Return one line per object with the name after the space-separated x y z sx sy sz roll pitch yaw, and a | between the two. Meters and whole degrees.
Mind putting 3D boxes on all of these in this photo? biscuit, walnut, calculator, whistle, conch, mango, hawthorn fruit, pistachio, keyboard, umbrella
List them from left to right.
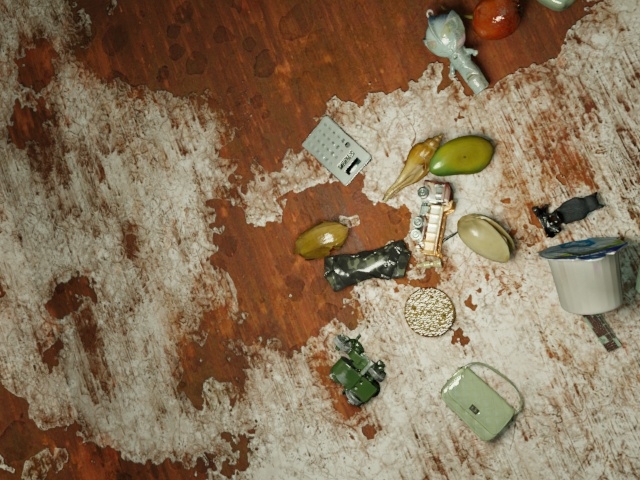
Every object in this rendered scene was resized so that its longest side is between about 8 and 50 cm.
0.000 0.000 1.812 0.245 0.137 0.137 -18 85 20 | walnut
0.064 -0.350 1.848 0.261 0.021 0.161 44 102 12 | calculator
0.346 -0.262 1.739 0.109 0.093 0.330 47 121 19 | conch
0.407 0.267 1.748 0.187 0.027 0.188 0 89 16 | biscuit
0.463 -0.006 1.734 0.148 0.022 0.022 -37 123 13 | umbrella
0.483 -0.679 1.674 0.142 0.133 0.346 -36 92 25 | whistle
0.497 -0.300 1.656 0.237 0.091 0.137 -6 98 -11 | mango
0.555 -0.789 1.645 0.285 0.165 0.166 11 93 26 | hawthorn fruit
0.576 -0.010 1.646 0.215 0.144 0.144 42 101 6 | pistachio
0.950 0.296 1.593 0.055 0.017 0.166 -34 81 14 | keyboard

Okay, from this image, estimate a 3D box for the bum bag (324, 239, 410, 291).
0.176 0.100 1.782 0.340 0.095 0.144 -13 80 10 | bum bag

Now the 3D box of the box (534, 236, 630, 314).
0.862 0.120 1.496 0.262 0.291 0.207 -14 97 13 | box

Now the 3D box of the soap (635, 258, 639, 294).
1.128 0.058 1.495 0.172 0.095 0.290 8 94 19 | soap

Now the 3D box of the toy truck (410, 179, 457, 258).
0.408 -0.078 1.693 0.135 0.114 0.271 9 89 23 | toy truck

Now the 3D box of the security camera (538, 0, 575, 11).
0.758 -0.915 1.615 0.301 0.080 0.157 38 101 16 | security camera

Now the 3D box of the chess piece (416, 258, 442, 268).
0.403 0.089 1.746 0.092 0.035 0.035 -8 88 20 | chess piece

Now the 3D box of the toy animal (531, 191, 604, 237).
0.837 -0.106 1.575 0.210 0.117 0.121 -29 76 17 | toy animal

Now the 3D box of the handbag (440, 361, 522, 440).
0.580 0.559 1.676 0.256 0.079 0.219 43 98 10 | handbag

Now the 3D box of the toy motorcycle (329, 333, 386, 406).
0.127 0.493 1.789 0.275 0.127 0.205 42 102 5 | toy motorcycle
